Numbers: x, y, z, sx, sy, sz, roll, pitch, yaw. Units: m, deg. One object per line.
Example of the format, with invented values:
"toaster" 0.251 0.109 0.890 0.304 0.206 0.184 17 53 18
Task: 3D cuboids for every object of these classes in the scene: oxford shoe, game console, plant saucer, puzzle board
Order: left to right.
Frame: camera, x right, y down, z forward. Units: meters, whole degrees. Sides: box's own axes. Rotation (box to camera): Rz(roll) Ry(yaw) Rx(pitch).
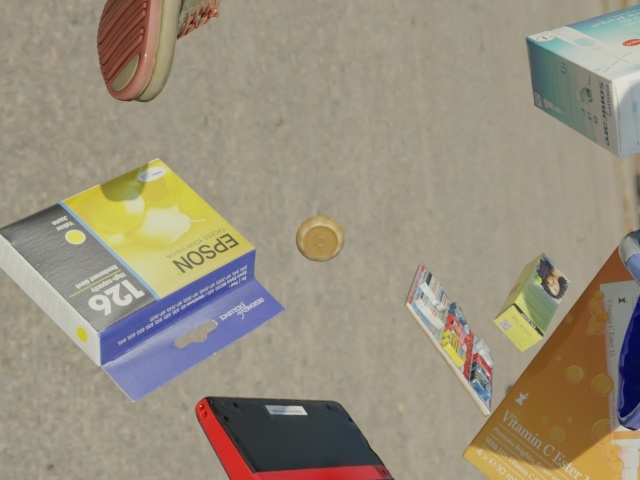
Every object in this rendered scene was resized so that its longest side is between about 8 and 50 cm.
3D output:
"oxford shoe" -0.160 -0.277 1.220 0.130 0.123 0.348 28 47 -31
"plant saucer" 0.000 0.000 1.834 0.015 0.083 0.083 -96 174 -69
"game console" 0.005 0.381 1.655 0.342 0.060 0.386 52 19 28
"puzzle board" 0.099 0.068 0.805 0.096 0.011 0.128 54 14 -3

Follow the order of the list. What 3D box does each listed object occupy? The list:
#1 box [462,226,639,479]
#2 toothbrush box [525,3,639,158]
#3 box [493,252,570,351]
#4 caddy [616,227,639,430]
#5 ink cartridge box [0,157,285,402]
"box" 0.373 0.198 1.293 0.345 0.215 0.168 -54 141 2
"toothbrush box" 0.474 -0.251 1.663 0.295 0.216 0.126 -121 -164 -63
"box" 0.407 0.114 2.092 0.087 0.058 0.232 46 36 -3
"caddy" 0.331 0.038 0.896 0.341 0.179 0.241 -39 150 -70
"ink cartridge box" -0.245 0.041 1.537 0.303 0.307 0.072 -30 151 -43
